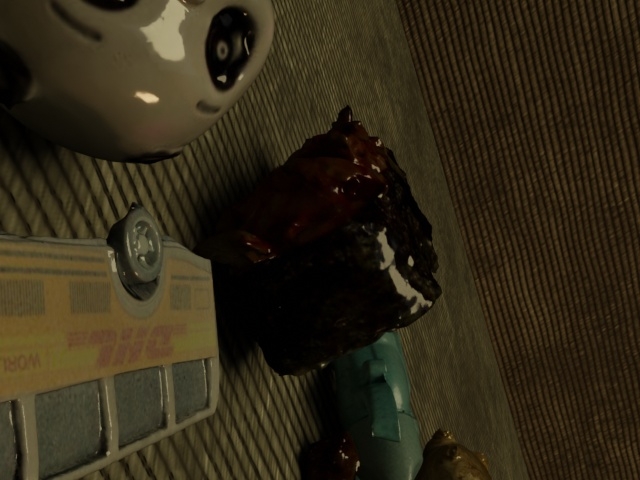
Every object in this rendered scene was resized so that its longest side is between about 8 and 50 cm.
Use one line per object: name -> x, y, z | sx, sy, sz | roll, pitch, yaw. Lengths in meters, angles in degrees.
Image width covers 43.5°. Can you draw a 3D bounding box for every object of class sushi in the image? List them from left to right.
sushi -> 0.000, 0.000, 0.773 | 0.182, 0.196, 0.343 | 55, 15, -8

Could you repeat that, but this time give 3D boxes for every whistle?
whistle -> 0.065, 0.198, 0.900 | 0.186, 0.093, 0.274 | 96, -13, -49

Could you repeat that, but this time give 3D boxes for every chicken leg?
chicken leg -> 0.021, 0.322, 0.757 | 0.113, 0.093, 0.304 | 85, -2, -48

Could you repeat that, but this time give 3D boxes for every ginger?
ginger -> 0.209, 0.405, 1.159 | 0.375, 0.166, 0.236 | 34, 37, -59

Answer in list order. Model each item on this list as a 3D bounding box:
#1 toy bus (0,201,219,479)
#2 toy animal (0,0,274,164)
toy bus -> -0.153, 0.051, 0.358 | 0.342, 0.097, 0.138 | 2, 82, -74
toy animal -> -0.120, -0.162, 0.485 | 0.187, 0.165, 0.235 | 28, 47, -40
